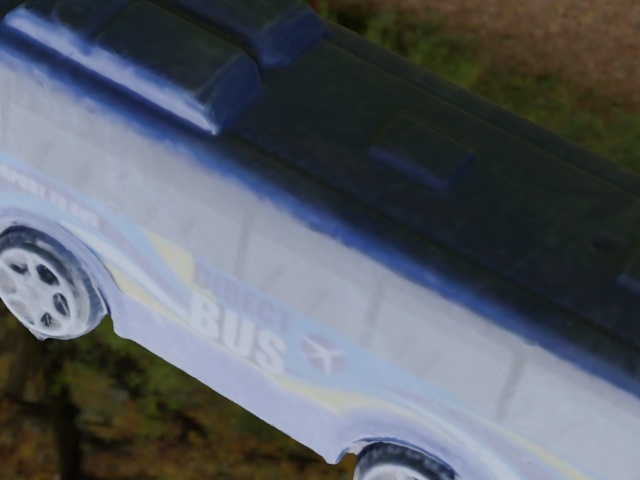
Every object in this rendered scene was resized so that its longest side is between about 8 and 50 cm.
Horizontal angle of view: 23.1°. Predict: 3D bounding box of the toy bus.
[{"bbox_3d":[0.002,-0.003,0.377,0.236,0.094,0.079,29,-138,15],"label":"toy bus"}]
